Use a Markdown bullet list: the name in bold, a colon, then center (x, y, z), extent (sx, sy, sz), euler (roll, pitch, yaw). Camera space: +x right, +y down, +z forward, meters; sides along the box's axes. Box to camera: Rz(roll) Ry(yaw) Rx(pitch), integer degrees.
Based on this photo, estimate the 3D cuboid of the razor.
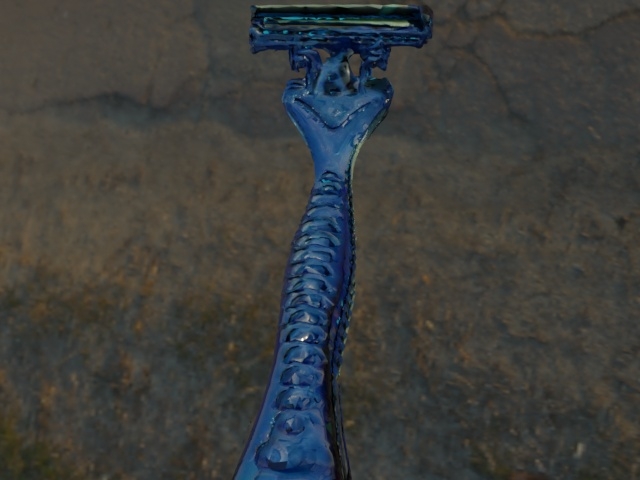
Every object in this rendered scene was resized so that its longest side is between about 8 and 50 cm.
- **razor**: center (0.001, 0.009, 0.472), extent (0.324, 0.093, 0.056), euler (-84, -8, -45)
